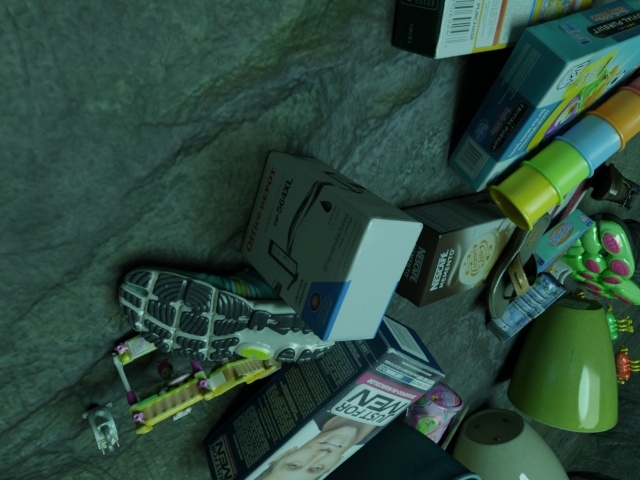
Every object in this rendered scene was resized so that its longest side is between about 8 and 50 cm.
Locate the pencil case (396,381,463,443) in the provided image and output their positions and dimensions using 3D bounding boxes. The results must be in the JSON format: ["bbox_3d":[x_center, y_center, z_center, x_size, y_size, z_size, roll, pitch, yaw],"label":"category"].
[{"bbox_3d":[0.204,0.436,1.133,0.124,0.124,0.284,6,112,-43],"label":"pencil case"}]

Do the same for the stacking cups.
[{"bbox_3d":[0.418,-0.149,0.792,0.316,0.096,0.096,-40,138,6],"label":"stacking cups"}]

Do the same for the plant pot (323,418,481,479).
[{"bbox_3d":[0.114,0.455,0.962,0.271,0.255,0.272,-22,130,-29],"label":"plant pot"}]

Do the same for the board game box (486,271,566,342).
[{"bbox_3d":[0.457,0.158,1.152,0.194,0.060,0.194,-48,158,18],"label":"board game box"}]

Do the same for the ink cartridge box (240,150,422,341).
[{"bbox_3d":[0.000,0.000,0.601,0.086,0.203,0.148,3,114,-40],"label":"ink cartridge box"}]

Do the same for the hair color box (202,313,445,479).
[{"bbox_3d":[0.003,0.262,0.785,0.347,0.105,0.174,-45,135,13],"label":"hair color box"}]

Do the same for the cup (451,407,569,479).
[{"bbox_3d":[0.496,0.607,1.388,0.331,0.331,0.237,-23,103,-29],"label":"cup"}]

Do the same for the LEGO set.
[{"bbox_3d":[-0.163,0.160,0.669,0.287,0.107,0.132,-18,162,-38],"label":"LEGO set"}]

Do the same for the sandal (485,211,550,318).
[{"bbox_3d":[0.361,0.050,0.908,0.090,0.060,0.219,8,111,-47],"label":"sandal"}]

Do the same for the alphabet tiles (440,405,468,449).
[{"bbox_3d":[0.279,0.581,1.284,0.285,0.011,0.342,-28,141,-51],"label":"alphabet tiles"}]

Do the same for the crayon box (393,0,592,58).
[{"bbox_3d":[0.248,-0.364,0.664,0.323,0.083,0.203,-19,128,-30],"label":"crayon box"}]

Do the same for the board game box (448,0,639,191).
[{"bbox_3d":[0.391,-0.236,0.804,0.336,0.079,0.254,-25,156,-26],"label":"board game box"}]

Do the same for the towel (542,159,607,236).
[{"bbox_3d":[0.479,-0.099,1.019,0.329,0.037,0.237,-18,138,-44],"label":"towel"}]

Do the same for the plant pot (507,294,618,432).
[{"bbox_3d":[0.661,0.304,1.361,0.275,0.275,0.293,-7,105,-38],"label":"plant pot"}]

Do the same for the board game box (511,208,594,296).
[{"bbox_3d":[0.474,0.041,1.101,0.160,0.047,0.210,-32,157,-22],"label":"board game box"}]

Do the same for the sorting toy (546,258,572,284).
[{"bbox_3d":[0.562,0.073,1.232,0.045,0.075,0.083,32,94,-48],"label":"sorting toy"}]

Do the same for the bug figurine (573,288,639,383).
[{"bbox_3d":[0.785,0.264,1.450,0.072,0.279,0.216,-21,112,-5],"label":"bug figurine"}]

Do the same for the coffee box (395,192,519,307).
[{"bbox_3d":[0.235,0.010,0.886,0.246,0.098,0.141,-13,125,-36],"label":"coffee box"}]

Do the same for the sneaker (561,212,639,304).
[{"bbox_3d":[0.748,0.021,1.320,0.483,0.185,0.202,29,78,-50],"label":"sneaker"}]

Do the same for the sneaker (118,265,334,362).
[{"bbox_3d":[-0.110,0.085,0.636,0.275,0.110,0.107,16,113,-26],"label":"sneaker"}]

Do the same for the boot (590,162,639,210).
[{"bbox_3d":[0.649,-0.112,1.096,0.219,0.106,0.082,-36,150,-61],"label":"boot"}]
